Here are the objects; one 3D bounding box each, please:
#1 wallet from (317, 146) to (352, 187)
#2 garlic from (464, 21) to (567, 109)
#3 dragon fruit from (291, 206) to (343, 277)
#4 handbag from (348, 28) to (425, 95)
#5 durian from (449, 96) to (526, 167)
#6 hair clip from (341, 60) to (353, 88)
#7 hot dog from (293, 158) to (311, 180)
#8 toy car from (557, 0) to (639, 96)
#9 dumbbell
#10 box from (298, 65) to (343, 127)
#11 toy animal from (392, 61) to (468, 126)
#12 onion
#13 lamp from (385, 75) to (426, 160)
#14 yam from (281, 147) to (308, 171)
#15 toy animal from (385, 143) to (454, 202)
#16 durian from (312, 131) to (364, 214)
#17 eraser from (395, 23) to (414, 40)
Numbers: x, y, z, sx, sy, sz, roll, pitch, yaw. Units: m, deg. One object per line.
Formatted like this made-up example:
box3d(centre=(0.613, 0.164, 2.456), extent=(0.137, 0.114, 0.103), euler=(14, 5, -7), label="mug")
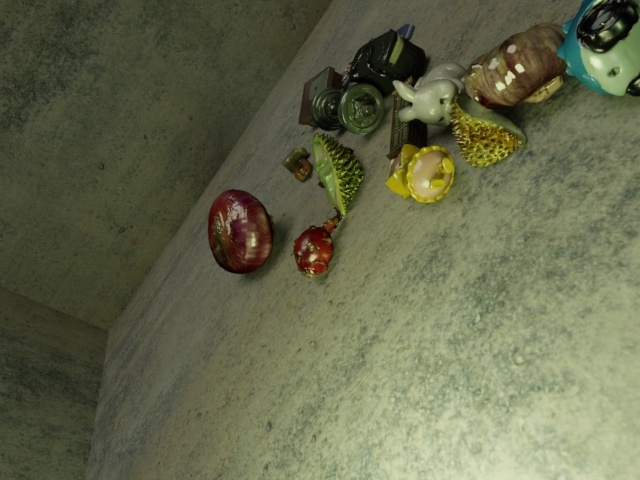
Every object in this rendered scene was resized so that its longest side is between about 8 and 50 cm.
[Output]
box3d(centre=(0.054, -0.276, 1.719), extent=(0.176, 0.026, 0.095), euler=(-57, 29, 0), label="wallet")
box3d(centre=(0.447, -0.374, 1.024), extent=(0.245, 0.160, 0.245), euler=(-30, 9, 5), label="garlic")
box3d(centre=(0.000, 0.000, 1.420), extent=(0.246, 0.125, 0.125), euler=(-56, 19, -17), label="dragon fruit")
box3d(centre=(0.228, -0.632, 1.624), extent=(0.254, 0.182, 0.181), euler=(6, 78, 60), label="handbag")
box3d(centre=(0.387, -0.266, 1.103), extent=(0.139, 0.144, 0.252), euler=(-10, 32, 5), label="durian")
box3d(centre=(0.125, -0.782, 2.141), extent=(0.187, 0.056, 0.146), euler=(-40, 29, 12), label="hair clip")
box3d(centre=(-0.079, -0.297, 1.928), extent=(0.090, 0.060, 0.140), euler=(-50, 30, 23), label="hot dog")
box3d(centre=(0.555, -0.391, 0.833), extent=(0.255, 0.189, 0.190), euler=(-54, 20, 10), label="toy car")
box3d(centre=(0.093, -0.494, 1.726), extent=(0.179, 0.179, 0.406), euler=(-57, 27, 0), label="dumbbell")
box3d(centre=(0.000, -0.646, 2.094), extent=(0.215, 0.086, 0.215), euler=(-10, 69, 56), label="box")
box3d(centre=(0.309, -0.399, 1.251), extent=(0.179, 0.127, 0.193), euler=(29, 59, 34), label="toy animal")
box3d(centre=(-0.292, -0.037, 1.820), extent=(0.348, 0.286, 0.347), euler=(19, 115, 46), label="onion")
box3d(centre=(0.267, -0.356, 1.382), extent=(0.090, 0.089, 0.325), euler=(-32, 36, 41), label="lamp")
box3d(centre=(-0.117, -0.368, 2.058), extent=(0.146, 0.070, 0.069), euler=(-43, 30, 28), label="yam")
box3d(centre=(0.256, -0.171, 1.156), extent=(0.156, 0.156, 0.230), euler=(-55, 17, 4), label="toy animal")
box3d(centre=(0.036, -0.254, 1.571), extent=(0.169, 0.158, 0.355), euler=(-51, 34, 20), label="durian")
box3d(centre=(0.292, -0.821, 1.908), extent=(0.225, 0.036, 0.081), euler=(-16, 48, 53), label="eraser")
